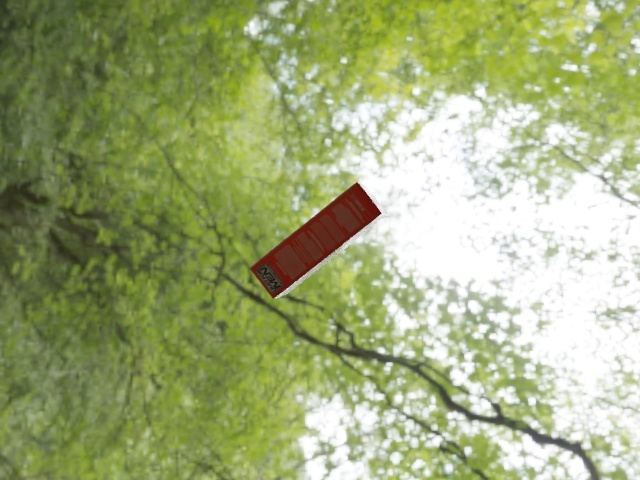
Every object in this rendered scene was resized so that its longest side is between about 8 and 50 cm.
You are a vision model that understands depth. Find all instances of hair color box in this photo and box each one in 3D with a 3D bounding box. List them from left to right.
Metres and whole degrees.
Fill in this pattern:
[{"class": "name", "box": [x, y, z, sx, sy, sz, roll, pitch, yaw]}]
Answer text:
[{"class": "hair color box", "box": [0.000, 0.000, 0.837, 0.043, 0.141, 0.072, 53, 9, 5]}]
